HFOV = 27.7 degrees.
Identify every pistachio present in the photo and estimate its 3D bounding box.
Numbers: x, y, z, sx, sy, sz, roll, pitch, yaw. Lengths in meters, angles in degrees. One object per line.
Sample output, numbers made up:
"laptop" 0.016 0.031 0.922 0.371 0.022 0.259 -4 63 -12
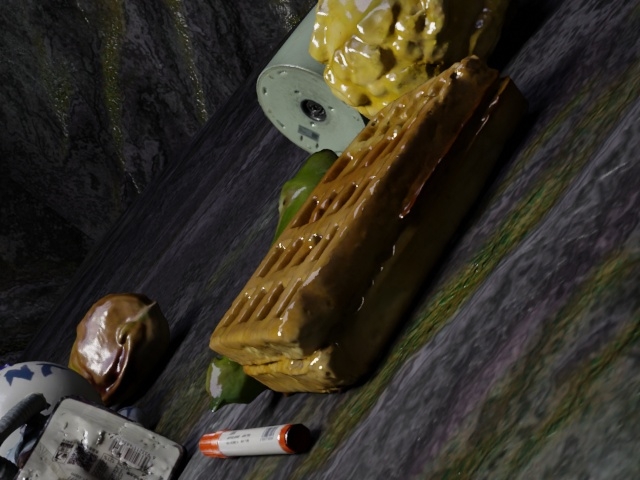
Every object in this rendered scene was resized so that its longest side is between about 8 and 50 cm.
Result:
"pistachio" -0.300 0.167 1.870 0.210 0.130 0.165 -57 12 20

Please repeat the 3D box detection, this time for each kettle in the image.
"kettle" 0.044 -0.235 1.724 0.255 0.165 0.240 -58 -15 -30

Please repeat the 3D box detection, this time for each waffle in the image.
"waffle" 0.044 -0.011 1.200 0.328 0.098 0.224 -57 15 -17

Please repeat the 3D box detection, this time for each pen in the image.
"pen" -0.065 0.185 1.190 0.028 0.028 0.239 -57 13 -21

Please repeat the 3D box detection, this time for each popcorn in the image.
"popcorn" 0.104 -0.252 1.412 0.250 0.190 0.250 -11 72 37

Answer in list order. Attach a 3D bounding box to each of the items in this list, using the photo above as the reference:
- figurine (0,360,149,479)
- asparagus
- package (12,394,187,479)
"figurine" -0.328 0.256 1.574 0.382 0.261 0.186 -161 72 -66
"asparagus" -0.037 0.050 1.346 0.085 0.082 0.343 76 -152 -50
"package" -0.254 0.276 1.334 0.239 0.154 0.030 -61 -5 -39
